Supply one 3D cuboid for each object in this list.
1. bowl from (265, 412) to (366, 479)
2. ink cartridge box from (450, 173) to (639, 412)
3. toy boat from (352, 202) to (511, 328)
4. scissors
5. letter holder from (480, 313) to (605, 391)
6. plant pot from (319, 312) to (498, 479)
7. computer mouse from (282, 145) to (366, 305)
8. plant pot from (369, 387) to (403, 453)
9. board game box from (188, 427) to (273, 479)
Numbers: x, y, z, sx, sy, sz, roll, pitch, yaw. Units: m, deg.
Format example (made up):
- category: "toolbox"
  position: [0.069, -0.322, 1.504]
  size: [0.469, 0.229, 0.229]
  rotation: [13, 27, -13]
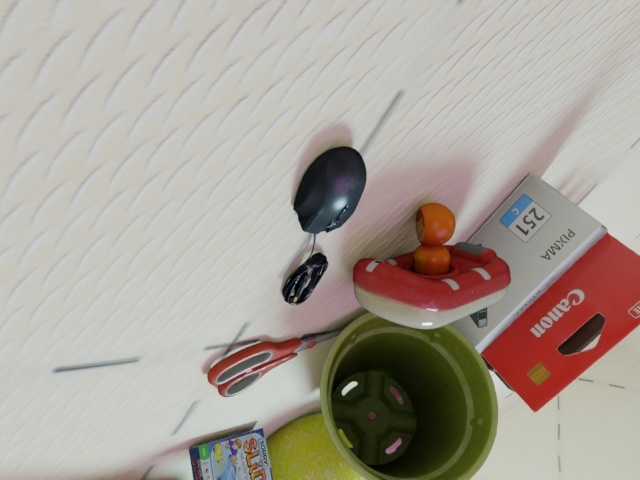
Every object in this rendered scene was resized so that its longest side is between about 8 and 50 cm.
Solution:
- category: "bowl"
  position: [0.002, 0.517, 0.935]
  size: [0.290, 0.156, 0.289]
  rotation: [-7, 109, -20]
- category: "ink cartridge box"
  position: [0.343, 0.086, 0.750]
  size: [0.066, 0.261, 0.296]
  rotation: [11, 123, -49]
- category: "toy boat"
  position: [0.152, 0.023, 0.641]
  size: [0.231, 0.151, 0.151]
  rotation: [-14, 109, -33]
- category: "scissors"
  position: [-0.029, 0.158, 0.708]
  size: [0.297, 0.021, 0.109]
  rotation: [-20, 142, -24]
- category: "letter holder"
  position: [0.422, 0.130, 0.917]
  size: [0.302, 0.214, 0.152]
  rotation: [-44, 146, 8]
- category: "plant pot"
  position: [0.118, 0.288, 0.806]
  size: [0.276, 0.276, 0.254]
  rotation: [-24, 158, -20]
- category: "computer mouse"
  position: [0.000, 0.000, 0.532]
  size: [0.071, 0.041, 0.242]
  rotation: [-16, 141, -30]
- category: "plant pot"
  position: [0.194, 0.390, 1.052]
  size: [0.180, 0.201, 0.201]
  rotation: [-24, 147, 8]
- category: "board game box"
  position: [-0.138, 0.436, 0.779]
  size: [0.136, 0.201, 0.035]
  rotation: [4, 153, -46]
